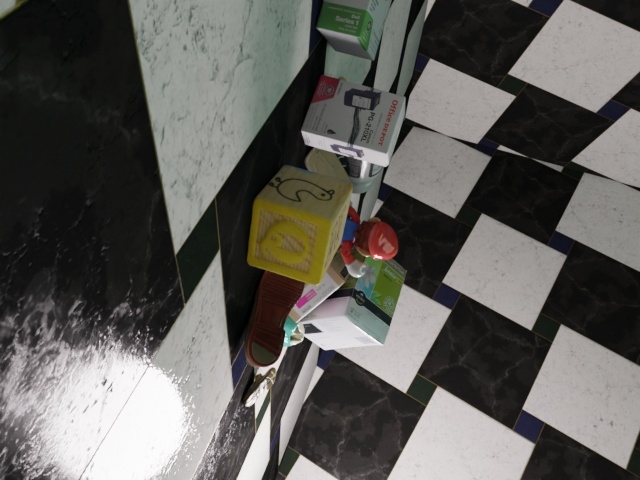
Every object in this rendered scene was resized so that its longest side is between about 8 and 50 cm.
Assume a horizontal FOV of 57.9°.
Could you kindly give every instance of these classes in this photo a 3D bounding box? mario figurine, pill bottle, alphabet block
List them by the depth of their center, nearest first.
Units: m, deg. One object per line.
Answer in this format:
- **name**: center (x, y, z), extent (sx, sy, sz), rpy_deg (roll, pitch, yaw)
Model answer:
- **alphabet block**: center (-0.048, -0.040, 1.383), extent (0.197, 0.192, 0.193), rpy_deg (-62, 164, -55)
- **mario figurine**: center (0.086, -0.012, 1.807), extent (0.170, 0.320, 0.198), rpy_deg (-53, 159, -63)
- **pill bottle**: center (0.141, -0.317, 2.025), extent (0.318, 0.176, 0.176), rpy_deg (96, 14, -51)

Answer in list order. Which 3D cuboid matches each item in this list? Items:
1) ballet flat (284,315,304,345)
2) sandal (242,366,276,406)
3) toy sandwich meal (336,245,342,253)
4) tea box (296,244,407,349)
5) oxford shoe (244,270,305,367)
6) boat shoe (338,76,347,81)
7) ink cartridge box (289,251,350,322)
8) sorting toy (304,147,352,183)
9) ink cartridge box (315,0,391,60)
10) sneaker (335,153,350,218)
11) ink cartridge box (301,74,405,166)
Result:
- **ballet flat**: center (-0.101, 0.329, 2.062), extent (0.247, 0.087, 0.083), rpy_deg (92, 18, -60)
- **sandal**: center (-0.201, 0.464, 1.868), extent (0.180, 0.049, 0.072), rpy_deg (-38, 141, -49)
- **toy sandwich meal**: center (0.070, 0.010, 1.946), extent (0.085, 0.029, 0.085), rpy_deg (-43, -178, 2)
- **tea box**: center (0.099, 0.209, 2.149), extent (0.329, 0.220, 0.323), rpy_deg (-16, -136, 49)
- **oxford shoe**: center (-0.140, 0.178, 1.585), extent (0.130, 0.123, 0.348), rpy_deg (-33, -147, 61)
- **boat shoe**: center (0.080, -0.446, 1.797), extent (0.190, 0.068, 0.072), rpy_deg (63, 34, -77)
- **ink cartridge box**: center (-0.007, 0.153, 1.963), extent (0.235, 0.088, 0.193), rpy_deg (-41, -178, 19)
- **sorting toy**: center (0.023, -0.197, 1.745), extent (0.208, 0.038, 0.193), rpy_deg (62, 31, -22)
- **ink cartridge box**: center (0.102, -0.610, 1.403), extent (0.201, 0.117, 0.278), rpy_deg (-7, 114, -75)
- **sneaker**: center (0.038, -0.189, 1.953), extent (0.100, 0.108, 0.271), rpy_deg (-23, 116, -55)
- **ink cartridge box**: center (0.091, -0.316, 1.533), extent (0.100, 0.237, 0.172), rpy_deg (69, 39, -76)
